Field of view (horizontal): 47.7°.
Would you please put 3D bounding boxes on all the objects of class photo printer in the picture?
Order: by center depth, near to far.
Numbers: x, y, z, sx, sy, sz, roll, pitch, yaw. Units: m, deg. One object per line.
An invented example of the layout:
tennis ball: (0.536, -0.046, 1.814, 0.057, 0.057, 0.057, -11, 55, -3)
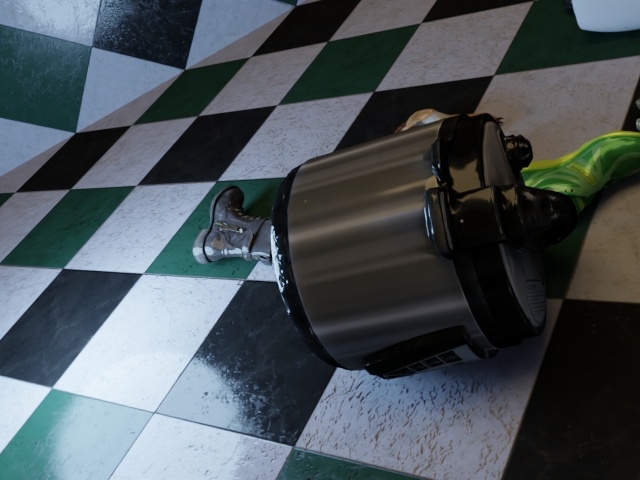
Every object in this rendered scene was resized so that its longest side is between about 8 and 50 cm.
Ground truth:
photo printer: (0.663, -0.598, 1.568, 0.256, 0.307, 0.107, 0, 45, 33)

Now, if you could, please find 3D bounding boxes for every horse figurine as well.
horse figurine: (0.257, -0.241, 1.641, 0.263, 0.066, 0.174, 14, 59, 43)

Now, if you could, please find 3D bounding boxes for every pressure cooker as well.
pressure cooker: (0.177, -0.001, 1.120, 0.420, 0.375, 0.370, -14, 34, 24)

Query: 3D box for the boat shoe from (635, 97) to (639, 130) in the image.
boat shoe: (0.627, -0.222, 1.347, 0.072, 0.068, 0.190, -27, 22, 28)

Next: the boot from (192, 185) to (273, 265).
boot: (-0.157, -0.034, 1.690, 0.229, 0.091, 0.263, -4, 46, 25)

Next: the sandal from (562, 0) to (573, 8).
sandal: (0.805, -0.698, 1.766, 0.445, 0.107, 0.167, -18, 36, 18)

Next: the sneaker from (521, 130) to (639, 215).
sneaker: (0.462, -0.099, 1.291, 0.295, 0.109, 0.123, -20, 54, 16)
